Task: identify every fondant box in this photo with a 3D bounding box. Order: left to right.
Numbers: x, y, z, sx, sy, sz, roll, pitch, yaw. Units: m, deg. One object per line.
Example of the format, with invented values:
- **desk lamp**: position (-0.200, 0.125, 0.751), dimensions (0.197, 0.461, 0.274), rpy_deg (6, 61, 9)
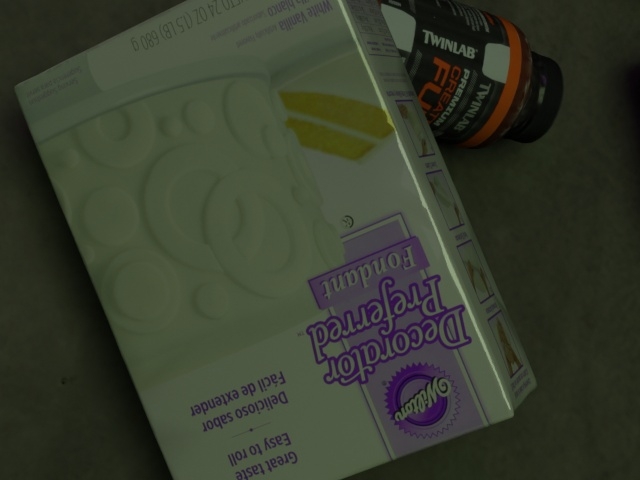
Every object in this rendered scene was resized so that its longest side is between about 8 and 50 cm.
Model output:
- **fondant box**: position (-0.030, -0.002, 0.963), dimensions (0.238, 0.096, 0.330), rpy_deg (-23, 89, 17)

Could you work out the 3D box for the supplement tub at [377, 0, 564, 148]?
- **supplement tub**: position (0.085, -0.130, 1.069), dimensions (0.198, 0.106, 0.106), rpy_deg (13, 77, -27)
